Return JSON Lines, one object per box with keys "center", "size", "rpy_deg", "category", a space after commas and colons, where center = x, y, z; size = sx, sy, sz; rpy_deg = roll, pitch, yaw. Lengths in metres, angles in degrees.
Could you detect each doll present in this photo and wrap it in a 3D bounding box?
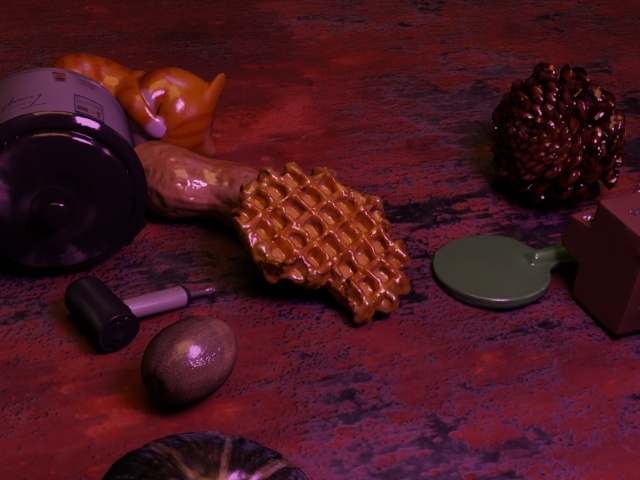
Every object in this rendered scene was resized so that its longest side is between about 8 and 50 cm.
{"center": [-0.291, -0.194, 1.758], "size": [0.269, 0.167, 0.162], "rpy_deg": [13, 37, 2], "category": "doll"}

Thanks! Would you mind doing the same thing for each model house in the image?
{"center": [0.480, 0.003, 1.612], "size": [0.248, 0.181, 0.176], "rpy_deg": [-10, 39, -24], "category": "model house"}

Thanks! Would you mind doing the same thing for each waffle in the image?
{"center": [0.000, 0.000, 1.563], "size": [0.253, 0.056, 0.249], "rpy_deg": [3, 53, -28], "category": "waffle"}

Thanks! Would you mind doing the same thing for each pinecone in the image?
{"center": [0.374, -0.154, 1.804], "size": [0.221, 0.221, 0.221], "rpy_deg": [5, 35, -4], "category": "pinecone"}

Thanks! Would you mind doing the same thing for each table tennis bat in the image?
{"center": [0.284, 0.034, 1.658], "size": [0.257, 0.039, 0.160], "rpy_deg": [-11, 39, -16], "category": "table tennis bat"}

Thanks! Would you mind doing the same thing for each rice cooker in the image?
{"center": [-0.354, -0.088, 1.529], "size": [0.280, 0.241, 0.227], "rpy_deg": [35, 17, -32], "category": "rice cooker"}

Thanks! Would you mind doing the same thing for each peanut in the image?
{"center": [-0.163, -0.071, 1.661], "size": [0.263, 0.101, 0.117], "rpy_deg": [15, 47, 5], "category": "peanut"}

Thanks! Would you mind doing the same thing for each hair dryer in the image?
{"center": [-0.220, 0.079, 1.491], "size": [0.197, 0.057, 0.100], "rpy_deg": [-10, 39, -38], "category": "hair dryer"}

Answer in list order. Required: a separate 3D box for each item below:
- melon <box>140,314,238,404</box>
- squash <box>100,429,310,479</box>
{"center": [-0.152, 0.139, 1.369], "size": [0.098, 0.098, 0.130], "rpy_deg": [30, 43, 27], "category": "melon"}
{"center": [-0.107, 0.300, 1.093], "size": [0.252, 0.165, 0.252], "rpy_deg": [9, 44, -8], "category": "squash"}
